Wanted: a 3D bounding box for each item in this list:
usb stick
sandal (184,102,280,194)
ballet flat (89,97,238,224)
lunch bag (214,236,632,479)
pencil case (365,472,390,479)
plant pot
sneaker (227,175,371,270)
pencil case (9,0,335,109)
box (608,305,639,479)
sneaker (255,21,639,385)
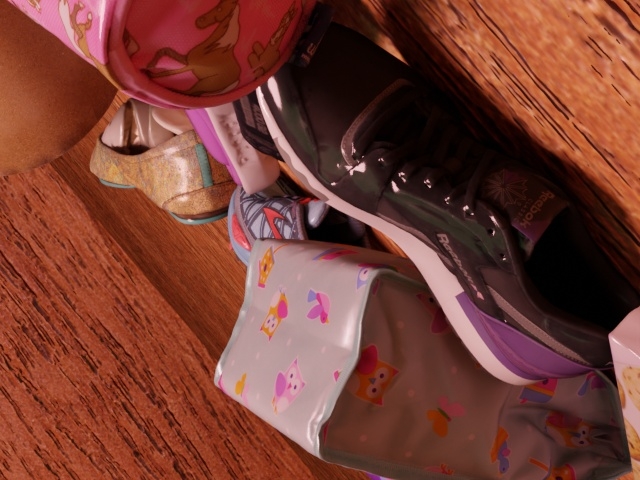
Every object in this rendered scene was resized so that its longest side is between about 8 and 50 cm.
[{"bbox_3d":[-0.034,-0.111,0.907,0.077,0.045,0.278,26,171,5],"label":"usb stick"},{"bbox_3d":[-0.156,-0.177,1.038,0.416,0.102,0.169,58,177,-37],"label":"sandal"},{"bbox_3d":[-0.184,-0.108,1.410,0.123,0.123,0.348,56,167,-26],"label":"ballet flat"},{"bbox_3d":[0.083,0.104,0.926,0.262,0.160,0.223,19,179,-26],"label":"lunch bag"},{"bbox_3d":[0.120,0.287,1.525,0.236,0.104,0.104,43,166,20],"label":"pencil case"},{"bbox_3d":[-0.358,-0.232,1.253,0.237,0.237,0.254,40,170,35],"label":"plant pot"},{"bbox_3d":[0.000,0.000,1.159,0.262,0.104,0.125,56,135,41],"label":"sneaker"},{"bbox_3d":[-0.152,-0.235,0.746,0.386,0.167,0.160,42,125,33],"label":"pencil case"},{"bbox_3d":[0.236,0.138,0.769,0.067,0.063,0.324,41,165,36],"label":"box"},{"bbox_3d":[0.088,-0.034,0.741,0.283,0.107,0.124,45,158,-11],"label":"sneaker"}]
